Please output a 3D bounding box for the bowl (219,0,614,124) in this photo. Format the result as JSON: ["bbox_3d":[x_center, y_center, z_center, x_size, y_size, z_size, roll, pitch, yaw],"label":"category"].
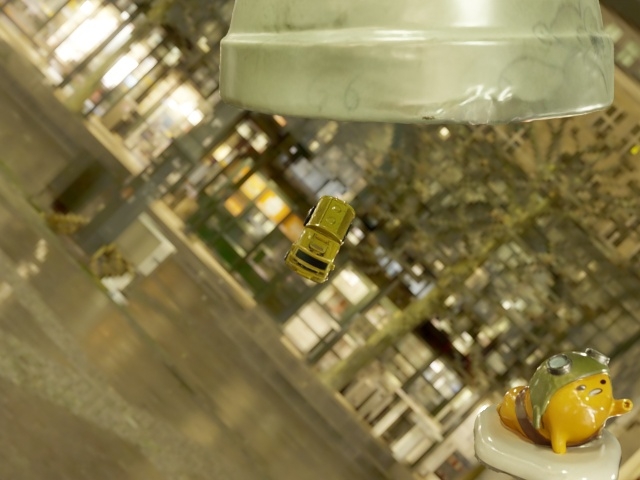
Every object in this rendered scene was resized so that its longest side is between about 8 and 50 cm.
[{"bbox_3d":[0.073,-0.182,0.979,0.307,0.307,0.163,-140,-132,-75],"label":"bowl"}]

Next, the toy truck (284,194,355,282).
[{"bbox_3d":[0.000,0.000,1.268,0.049,0.083,0.054,27,-36,-1],"label":"toy truck"}]

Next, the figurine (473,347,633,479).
[{"bbox_3d":[0.259,0.183,1.466,0.250,0.166,0.141,-157,-118,-65],"label":"figurine"}]
